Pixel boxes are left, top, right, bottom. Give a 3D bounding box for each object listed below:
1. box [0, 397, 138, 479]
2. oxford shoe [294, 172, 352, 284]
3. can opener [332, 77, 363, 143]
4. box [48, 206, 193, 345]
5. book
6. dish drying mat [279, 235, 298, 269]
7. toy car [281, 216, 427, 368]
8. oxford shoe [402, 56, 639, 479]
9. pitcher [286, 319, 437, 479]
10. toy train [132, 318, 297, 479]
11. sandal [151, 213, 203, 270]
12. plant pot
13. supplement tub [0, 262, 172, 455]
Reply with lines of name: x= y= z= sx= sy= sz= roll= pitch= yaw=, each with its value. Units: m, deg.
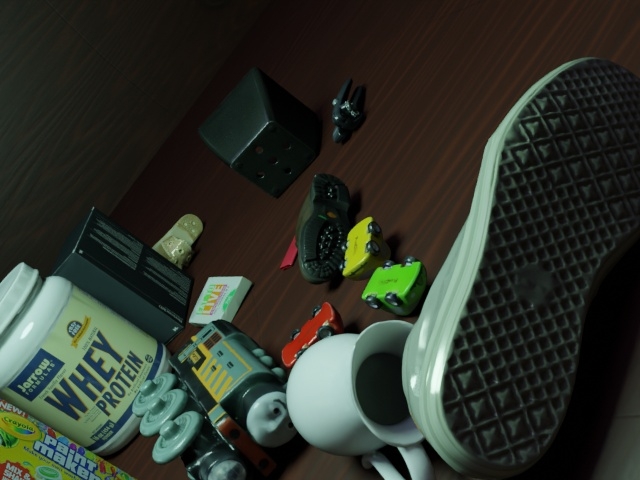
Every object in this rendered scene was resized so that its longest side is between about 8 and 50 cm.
box: x=-0.373 y=0.408 z=1.095 sx=0.177 sy=0.290 sz=0.279 roll=-45 pitch=23 yaw=18
oxford shoe: x=0.000 y=0.000 z=1.324 sx=0.227 sy=0.083 sz=0.096 roll=-80 pitch=15 yaw=-52
can opener: x=0.050 y=-0.262 z=1.654 sx=0.073 sy=0.059 sz=0.186 roll=-38 pitch=25 yaw=34
box: x=-0.392 y=0.081 z=1.716 sx=0.103 sy=0.261 sz=0.184 roll=-44 pitch=21 yaw=19
book: x=-0.183 y=0.114 z=1.560 sx=0.144 sy=0.035 sz=0.096 roll=-7 pitch=52 yaw=60
dish drying mat: x=-0.044 y=0.014 z=1.464 sx=0.032 sy=0.008 sz=0.083 roll=-27 pitch=31 yaw=46
toy car: x=0.066 y=0.068 z=1.083 sx=0.225 sy=0.053 sz=0.239 roll=-12 pitch=45 yaw=59
oxford shoe: x=0.193 y=0.010 z=0.793 sx=0.449 sy=0.169 sz=0.130 roll=-62 pitch=2 yaw=-25
pitcher: x=0.047 y=0.178 z=0.859 sx=0.207 sy=0.126 sz=0.177 roll=146 pitch=112 yaw=-67
toy train: x=-0.135 y=0.220 z=1.148 sx=0.190 sy=0.142 sz=0.334 roll=-45 pitch=20 yaw=-9
sandal: x=-0.317 y=0.011 z=1.923 sx=0.079 sy=0.088 sz=0.240 roll=-41 pitch=18 yaw=42
plant pot: x=-0.111 y=-0.198 z=1.733 sx=0.188 sy=0.187 sz=0.167 roll=-45 pitch=33 yaw=16
supplement tub: x=-0.456 y=0.211 z=1.543 sx=0.235 sy=0.325 sz=0.235 roll=-43 pitch=23 yaw=23
